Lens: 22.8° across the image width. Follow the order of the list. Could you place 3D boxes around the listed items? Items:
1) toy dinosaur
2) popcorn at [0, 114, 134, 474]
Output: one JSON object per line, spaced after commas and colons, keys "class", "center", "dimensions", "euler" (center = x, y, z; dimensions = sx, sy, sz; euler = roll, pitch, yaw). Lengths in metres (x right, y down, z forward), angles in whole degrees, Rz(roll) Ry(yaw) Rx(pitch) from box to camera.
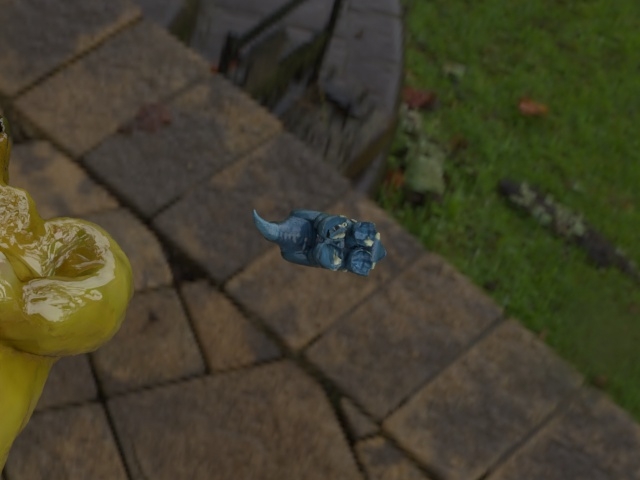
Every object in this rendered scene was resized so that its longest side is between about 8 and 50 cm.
{"class": "toy dinosaur", "center": [0.000, 0.000, 0.857], "dimensions": [0.047, 0.030, 0.083], "euler": [8, -3, 42]}
{"class": "popcorn", "center": [-0.275, 0.029, 0.773], "dimensions": [0.297, 0.281, 0.316], "euler": [34, 68, 21]}
